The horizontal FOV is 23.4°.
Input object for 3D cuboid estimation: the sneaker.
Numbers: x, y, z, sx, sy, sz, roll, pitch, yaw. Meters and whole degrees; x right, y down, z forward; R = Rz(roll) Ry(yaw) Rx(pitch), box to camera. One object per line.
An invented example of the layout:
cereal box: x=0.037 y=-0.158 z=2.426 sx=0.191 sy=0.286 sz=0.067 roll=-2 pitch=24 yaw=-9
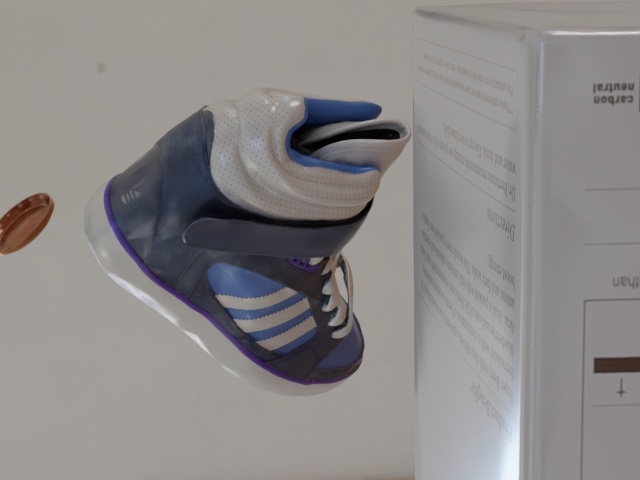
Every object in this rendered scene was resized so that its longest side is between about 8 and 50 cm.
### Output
sneaker: x=0.000 y=-0.001 z=1.215 sx=0.323 sy=0.236 sz=0.130 roll=35 pitch=-143 yaw=-41

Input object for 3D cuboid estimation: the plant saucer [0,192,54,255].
plant saucer: x=-0.308 y=-0.015 z=1.594 sx=0.013 sy=0.083 sz=0.083 roll=52 pitch=-160 yaw=-30

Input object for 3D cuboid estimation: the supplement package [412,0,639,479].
supplement package: x=0.127 y=0.075 z=0.479 sx=0.177 sy=0.175 sz=0.293 roll=-119 pitch=28 yaw=-77
